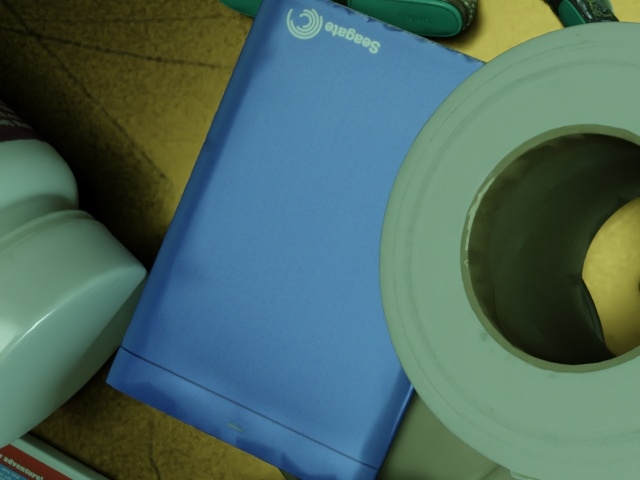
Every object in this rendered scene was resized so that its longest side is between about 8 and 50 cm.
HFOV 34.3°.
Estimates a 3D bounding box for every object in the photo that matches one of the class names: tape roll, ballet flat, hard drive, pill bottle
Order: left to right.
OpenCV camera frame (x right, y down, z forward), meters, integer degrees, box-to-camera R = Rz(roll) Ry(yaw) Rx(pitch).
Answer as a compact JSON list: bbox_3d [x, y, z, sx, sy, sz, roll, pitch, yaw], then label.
[{"bbox_3d":[-0.331,-0.037,0.783,0.392,0.224,0.224,42,99,12],"label":"pill bottle"},{"bbox_3d":[0.000,0.000,0.744,0.210,0.040,0.318,24,95,10],"label":"hard drive"},{"bbox_3d":[0.019,-0.199,0.787,0.206,0.073,0.067,12,64,12],"label":"ballet flat"},{"bbox_3d":[0.182,-0.183,0.755,0.041,0.041,0.114,-35,81,11],"label":"ballet flat"},{"bbox_3d":[0.179,0.015,0.596,0.246,0.169,0.246,-8,77,35],"label":"tape roll"}]

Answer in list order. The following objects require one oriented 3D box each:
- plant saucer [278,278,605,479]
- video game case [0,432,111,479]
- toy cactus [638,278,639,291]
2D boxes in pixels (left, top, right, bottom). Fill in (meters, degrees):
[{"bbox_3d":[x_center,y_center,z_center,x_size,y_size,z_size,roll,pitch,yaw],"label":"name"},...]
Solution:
[{"bbox_3d":[0.071,0.095,0.773,0.278,0.041,0.277,0,90,14],"label":"plant saucer"},{"bbox_3d":[-0.316,0.285,0.875,0.204,0.025,0.285,25,95,14],"label":"video game case"},{"bbox_3d":[0.326,0.039,0.691,0.180,0.112,0.219,-34,78,-8],"label":"toy cactus"}]
